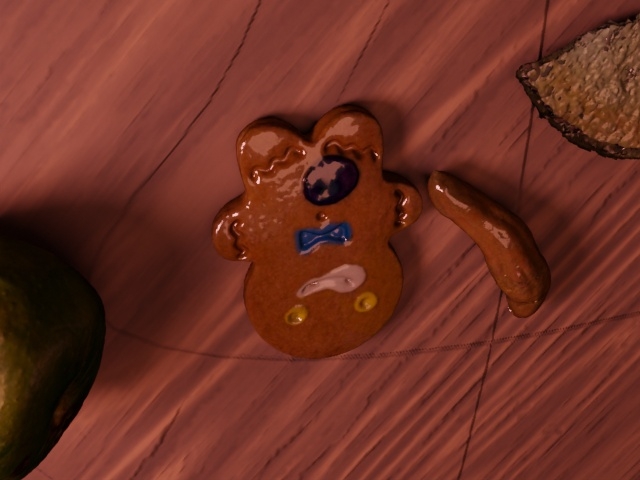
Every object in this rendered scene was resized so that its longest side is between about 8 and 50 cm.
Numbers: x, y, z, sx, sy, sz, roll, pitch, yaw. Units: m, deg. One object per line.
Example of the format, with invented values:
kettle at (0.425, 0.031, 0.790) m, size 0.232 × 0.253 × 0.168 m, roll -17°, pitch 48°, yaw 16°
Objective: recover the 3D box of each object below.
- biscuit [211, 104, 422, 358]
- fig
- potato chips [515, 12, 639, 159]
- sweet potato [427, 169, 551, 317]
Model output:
biscuit at (0.000, 0.000, 1.113) m, size 0.179 × 0.039 × 0.236 m, roll -13°, pitch 124°, yaw -9°
fig at (-0.298, 0.073, 1.013) m, size 0.235 × 0.203 × 0.203 m, roll 25°, pitch 113°, yaw 5°
potato chips at (0.274, -0.167, 1.097) m, size 0.202 × 0.029 × 0.220 m, roll 17°, pitch 116°, yaw -24°
sweet potato at (0.153, 0.000, 1.144) m, size 0.053 × 0.054 × 0.182 m, roll -40°, pitch 120°, yaw -1°
